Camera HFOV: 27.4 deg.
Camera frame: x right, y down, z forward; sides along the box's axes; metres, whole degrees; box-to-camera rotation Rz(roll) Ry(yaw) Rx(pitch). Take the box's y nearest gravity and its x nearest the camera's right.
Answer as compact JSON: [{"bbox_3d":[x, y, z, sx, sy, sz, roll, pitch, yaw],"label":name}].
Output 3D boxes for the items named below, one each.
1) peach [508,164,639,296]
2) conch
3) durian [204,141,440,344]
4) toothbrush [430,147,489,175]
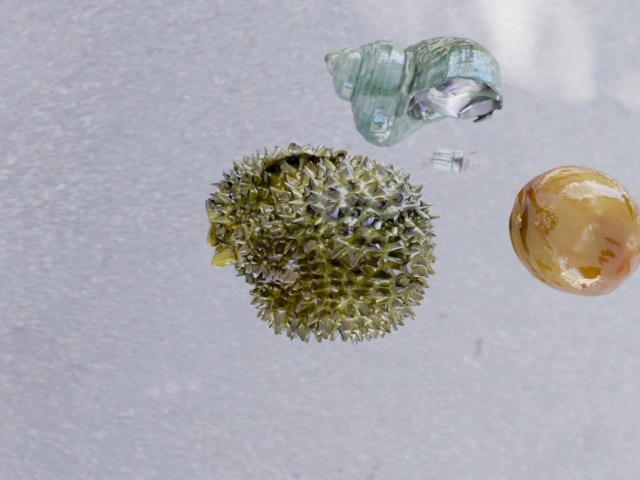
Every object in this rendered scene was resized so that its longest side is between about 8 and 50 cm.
[{"bbox_3d":[0.255,-0.012,1.316,0.138,0.138,0.138,0,90,-30],"label":"peach"},{"bbox_3d":[0.137,-0.231,1.998,0.277,0.220,0.195,20,88,2],"label":"conch"},{"bbox_3d":[0.004,-0.008,1.616,0.293,0.258,0.258,15,81,2],"label":"durian"},{"bbox_3d":[0.140,-0.076,1.268,0.029,0.307,0.025,10,95,12],"label":"toothbrush"}]
